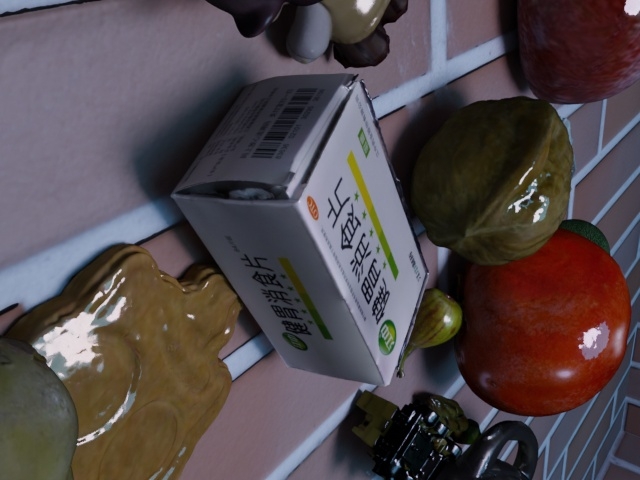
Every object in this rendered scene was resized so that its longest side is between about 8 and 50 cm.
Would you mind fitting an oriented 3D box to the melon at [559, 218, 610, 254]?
[{"bbox_3d":[0.562,0.058,1.428,0.287,0.182,0.182,-50,137,-32],"label":"melon"}]

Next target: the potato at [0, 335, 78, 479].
[{"bbox_3d":[-0.268,0.208,0.361,0.221,0.243,0.326,18,70,-84],"label":"potato"}]

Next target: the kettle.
[{"bbox_3d":[0.336,0.510,1.258,0.321,0.228,0.324,-53,136,-7],"label":"kettle"}]

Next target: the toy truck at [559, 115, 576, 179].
[{"bbox_3d":[0.462,-0.173,1.267,0.177,0.115,0.080,-60,141,-20],"label":"toy truck"}]

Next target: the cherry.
[{"bbox_3d":[0.490,-0.414,1.088,0.326,0.291,0.335,-50,146,-18],"label":"cherry"}]

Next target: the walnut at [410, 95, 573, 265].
[{"bbox_3d":[0.263,-0.099,0.944,0.227,0.283,0.283,39,66,-8],"label":"walnut"}]

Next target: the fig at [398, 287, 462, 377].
[{"bbox_3d":[0.178,0.163,1.050,0.093,0.093,0.166,33,81,-52],"label":"fig"}]

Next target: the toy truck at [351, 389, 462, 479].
[{"bbox_3d":[0.140,0.342,1.036,0.127,0.127,0.257,-54,140,-14],"label":"toy truck"}]

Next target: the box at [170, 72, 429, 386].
[{"bbox_3d":[-0.001,-0.002,0.682,0.173,0.145,0.332,-66,146,-34],"label":"box"}]

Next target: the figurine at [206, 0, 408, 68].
[{"bbox_3d":[-0.028,-0.291,0.580,0.218,0.206,0.365,-53,170,8],"label":"figurine"}]

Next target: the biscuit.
[{"bbox_3d":[-0.194,0.161,0.600,0.376,0.051,0.269,-49,138,-30],"label":"biscuit"}]

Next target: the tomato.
[{"bbox_3d":[0.384,0.139,1.118,0.325,0.290,0.293,-75,165,-47],"label":"tomato"}]

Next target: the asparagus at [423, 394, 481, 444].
[{"bbox_3d":[0.254,0.358,1.233,0.080,0.080,0.287,-62,145,-16],"label":"asparagus"}]
